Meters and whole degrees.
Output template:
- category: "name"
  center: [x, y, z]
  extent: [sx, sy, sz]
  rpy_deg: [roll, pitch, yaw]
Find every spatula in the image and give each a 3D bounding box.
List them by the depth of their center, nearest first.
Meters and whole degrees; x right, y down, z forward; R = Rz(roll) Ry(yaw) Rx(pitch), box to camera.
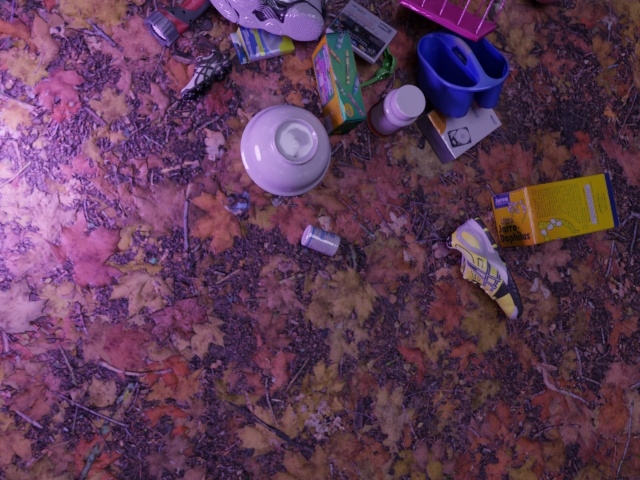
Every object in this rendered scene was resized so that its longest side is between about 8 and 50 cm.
- category: "spatula"
  center: [0.018, -0.790, 1.822]
  extent: [0.084, 0.030, 0.297]
  rpy_deg: [15, 81, -17]

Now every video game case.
- category: "video game case"
  center: [0.137, -0.690, 1.821]
  extent: [0.190, 0.022, 0.173]
  rpy_deg: [34, 63, -2]

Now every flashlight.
- category: "flashlight"
  center: [-0.392, -0.721, 1.658]
  extent: [0.103, 0.103, 0.304]
  rpy_deg: [41, 77, -9]

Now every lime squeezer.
- category: "lime squeezer"
  center: [0.199, -0.583, 1.826]
  extent: [0.110, 0.058, 0.311]
  rpy_deg: [42, 59, -33]

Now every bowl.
- category: "bowl"
  center: [-0.091, -0.293, 1.698]
  extent: [0.297, 0.134, 0.298]
  rpy_deg: [1, 85, -16]

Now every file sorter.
- category: "file sorter"
  center: [0.448, -0.809, 1.782]
  extent: [0.290, 0.182, 0.202]
  rpy_deg: [34, 41, 14]

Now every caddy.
- category: "caddy"
  center: [0.454, -0.562, 1.785]
  extent: [0.241, 0.179, 0.341]
  rpy_deg: [-19, 54, -9]

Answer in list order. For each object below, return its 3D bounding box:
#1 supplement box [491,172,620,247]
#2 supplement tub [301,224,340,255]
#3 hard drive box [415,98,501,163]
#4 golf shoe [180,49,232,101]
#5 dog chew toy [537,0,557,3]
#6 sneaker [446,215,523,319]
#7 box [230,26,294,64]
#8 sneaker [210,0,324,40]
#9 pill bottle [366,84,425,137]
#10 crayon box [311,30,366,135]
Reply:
- category: "supplement box"
  center: [0.815, -0.102, 1.920]
  extent: [0.356, 0.194, 0.196]
  rpy_deg: [-10, 88, -17]
- category: "supplement tub"
  center: [0.000, 0.000, 1.734]
  extent: [0.107, 0.071, 0.071]
  rpy_deg: [21, 80, -14]
- category: "hard drive box"
  center: [0.476, -0.406, 1.898]
  extent: [0.232, 0.089, 0.181]
  rpy_deg: [-37, 97, -17]
- category: "golf shoe"
  center: [-0.362, -0.501, 1.671]
  extent: [0.094, 0.077, 0.198]
  rpy_deg: [44, 68, 2]
- category: "dog chew toy"
  center: [0.791, -1.028, 1.991]
  extent: [0.206, 0.206, 0.332]
  rpy_deg: [-41, 90, -15]
- category: "sneaker"
  center: [0.565, 0.107, 1.880]
  extent: [0.147, 0.145, 0.385]
  rpy_deg: [-28, 97, 14]
- category: "box"
  center: [-0.183, -0.632, 1.744]
  extent: [0.178, 0.042, 0.109]
  rpy_deg: [-20, 91, -18]
- category: "sneaker"
  center: [-0.157, -0.760, 1.692]
  extent: [0.365, 0.137, 0.210]
  rpy_deg: [14, 63, -15]
- category: "pill bottle"
  center: [0.240, -0.412, 1.758]
  extent: [0.121, 0.221, 0.121]
  rpy_deg: [1, 85, -17]
- category: "crayon box"
  center: [0.055, -0.490, 1.739]
  extent: [0.081, 0.165, 0.279]
  rpy_deg: [-11, 89, -17]
